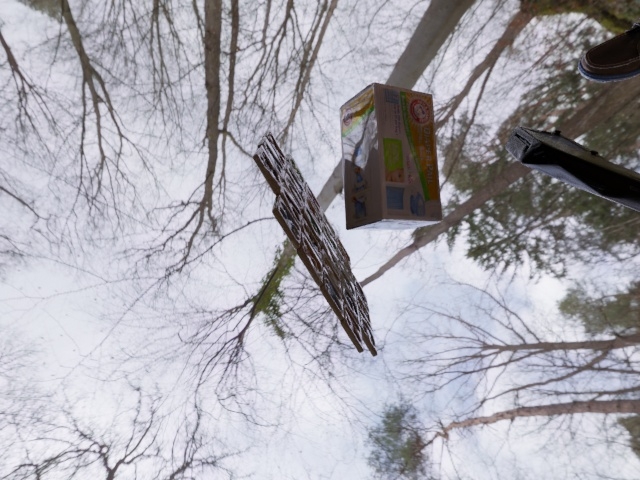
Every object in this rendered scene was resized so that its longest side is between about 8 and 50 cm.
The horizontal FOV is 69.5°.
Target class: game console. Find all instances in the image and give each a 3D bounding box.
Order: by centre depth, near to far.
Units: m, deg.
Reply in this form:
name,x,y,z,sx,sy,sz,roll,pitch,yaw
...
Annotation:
name,x,y,z,sx,sy,sz,roll,pitch,yaw
game console,0.387,-0.139,0.734,0.213,0.043,0.361,21,-155,-2

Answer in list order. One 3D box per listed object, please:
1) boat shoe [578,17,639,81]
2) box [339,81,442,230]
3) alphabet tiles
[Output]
name,x,y,z,sx,sy,sz,roll,pitch,yaw
boat shoe,0.447,-0.275,0.621,0.183,0.066,0.066,-18,-119,11
box,0.105,-0.122,0.712,0.114,0.103,0.203,0,-97,-28
alphabet tiles,0.000,0.000,0.697,0.011,0.285,0.342,-27,-69,10
